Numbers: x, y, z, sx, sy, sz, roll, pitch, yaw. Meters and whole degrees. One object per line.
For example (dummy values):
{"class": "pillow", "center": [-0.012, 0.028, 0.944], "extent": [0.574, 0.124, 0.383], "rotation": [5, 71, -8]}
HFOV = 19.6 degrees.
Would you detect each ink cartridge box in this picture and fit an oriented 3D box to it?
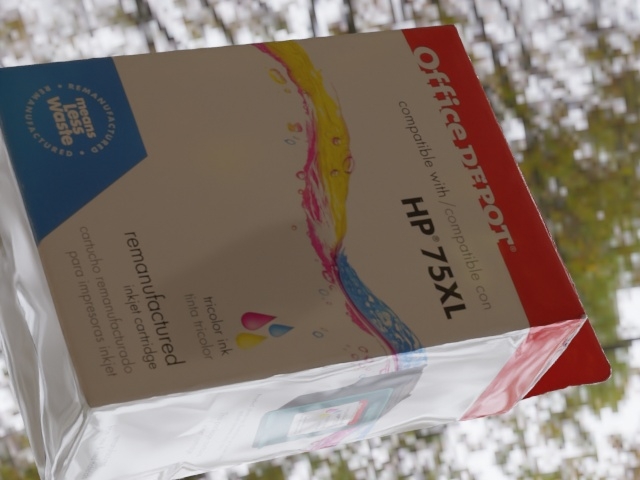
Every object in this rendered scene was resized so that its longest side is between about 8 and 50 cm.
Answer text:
{"class": "ink cartridge box", "center": [0.000, 0.000, 0.669], "extent": [0.231, 0.078, 0.134], "rotation": [-9, -118, -25]}
